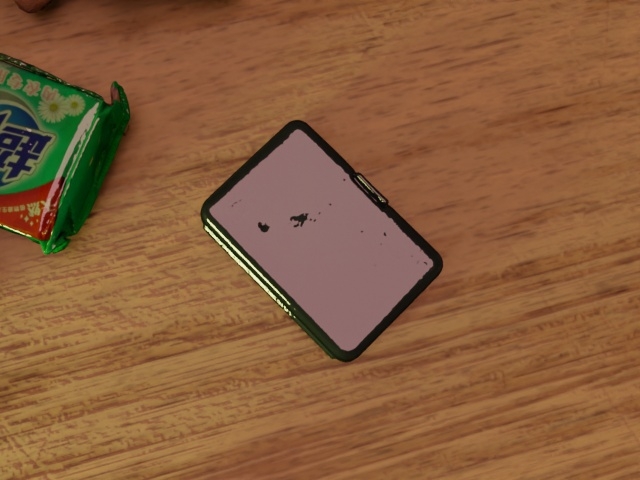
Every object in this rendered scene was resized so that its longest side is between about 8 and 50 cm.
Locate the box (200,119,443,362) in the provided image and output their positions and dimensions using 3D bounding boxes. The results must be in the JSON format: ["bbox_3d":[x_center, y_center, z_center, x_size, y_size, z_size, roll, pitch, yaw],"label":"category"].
[{"bbox_3d":[0.000,0.000,0.743,0.160,0.050,0.230,-44,87,-7],"label":"box"}]

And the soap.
[{"bbox_3d":[-0.355,-0.104,0.713,0.273,0.098,0.217,22,88,2],"label":"soap"}]

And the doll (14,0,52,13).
[{"bbox_3d":[-0.242,-0.304,0.742,0.303,0.156,0.201,12,40,-20],"label":"doll"}]
